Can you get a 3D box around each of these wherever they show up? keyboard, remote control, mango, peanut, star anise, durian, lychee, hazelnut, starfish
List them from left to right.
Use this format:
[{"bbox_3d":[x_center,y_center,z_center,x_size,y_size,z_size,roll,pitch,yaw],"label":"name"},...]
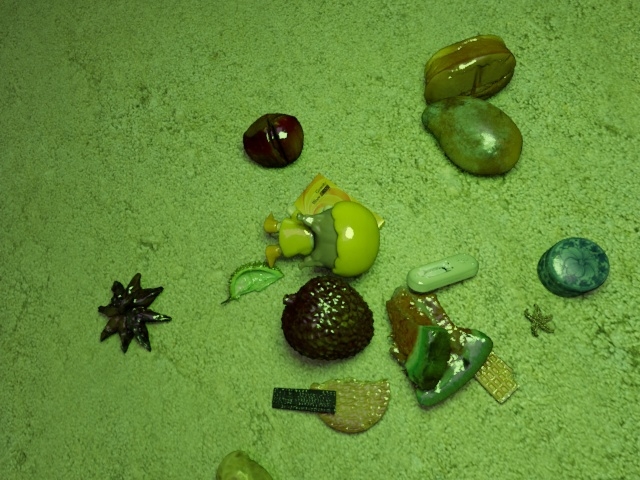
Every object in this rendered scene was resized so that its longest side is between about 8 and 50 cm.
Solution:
[{"bbox_3d":[-0.604,0.229,1.294,0.272,0.102,0.271,-2,77,11],"label":"star anise"},{"bbox_3d":[-0.223,0.119,1.271,0.216,0.086,0.100,-24,85,1],"label":"durian"},{"bbox_3d":[-0.170,0.699,1.064,0.147,0.147,0.305,-26,68,3],"label":"peanut"},{"bbox_3d":[-0.150,-0.323,1.343,0.204,0.178,0.177,-18,72,10],"label":"hazelnut"},{"bbox_3d":[-0.049,0.446,1.152,0.196,0.018,0.060,-5,72,22],"label":"keyboard"},{"bbox_3d":[0.020,0.213,1.121,0.272,0.236,0.235,23,78,-16],"label":"lychee"},{"bbox_3d":[0.342,0.086,1.149,0.222,0.042,0.078,-16,41,-15],"label":"remote control"},{"bbox_3d":[0.446,-0.318,1.226,0.316,0.146,0.192,41,106,19],"label":"mango"},{"bbox_3d":[0.593,0.219,1.115,0.091,0.028,0.078,41,83,13],"label":"starfish"}]

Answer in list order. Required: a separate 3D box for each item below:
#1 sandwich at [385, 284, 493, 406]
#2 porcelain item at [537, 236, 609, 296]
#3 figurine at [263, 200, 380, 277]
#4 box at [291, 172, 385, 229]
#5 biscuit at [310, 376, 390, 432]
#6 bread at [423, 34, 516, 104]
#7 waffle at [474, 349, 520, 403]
[{"bbox_3d":[0.285,0.250,1.090,0.250,0.162,0.301,-37,69,4],"label":"sandwich"},{"bbox_3d":[0.670,0.072,1.096,0.147,0.114,0.147,-3,73,9],"label":"porcelain item"},{"bbox_3d":[0.000,0.000,1.177,0.344,0.187,0.214,-3,108,23],"label":"figurine"},{"bbox_3d":[0.051,-0.079,1.291,0.269,0.043,0.152,37,84,17],"label":"box"},{"bbox_3d":[0.086,0.451,1.137,0.225,0.033,0.144,-10,73,13],"label":"biscuit"},{"bbox_3d":[0.448,-0.506,1.261,0.270,0.195,0.142,-11,67,17],"label":"bread"},{"bbox_3d":[0.462,0.355,1.103,0.092,0.021,0.135,-44,72,-4],"label":"waffle"}]
